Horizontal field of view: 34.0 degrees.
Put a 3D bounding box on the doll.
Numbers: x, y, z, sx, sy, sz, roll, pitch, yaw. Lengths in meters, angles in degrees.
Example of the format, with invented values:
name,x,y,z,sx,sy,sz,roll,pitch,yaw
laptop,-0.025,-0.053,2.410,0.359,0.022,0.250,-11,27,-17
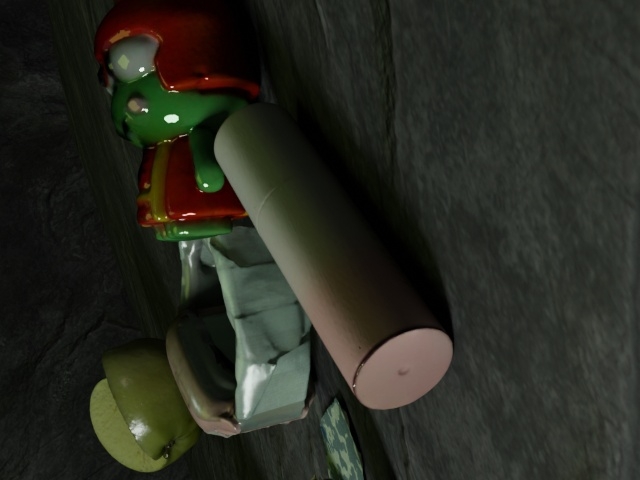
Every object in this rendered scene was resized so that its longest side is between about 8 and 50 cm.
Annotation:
name,x,y,z,sx,sy,sz,roll,pitch,yaw
doll,-0.152,-0.180,1.106,0.182,0.160,0.363,167,88,-74

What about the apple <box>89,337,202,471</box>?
name,x,y,z,sx,sy,sz,roll,pitch,yaw
apple,-0.373,0.361,2.345,0.258,0.233,0.295,50,146,23

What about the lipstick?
name,x,y,z,sx,sy,sz,roll,pitch,yaw
lipstick,0.000,0.000,0.904,0.327,0.087,0.087,-123,21,-44

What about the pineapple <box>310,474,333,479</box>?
name,x,y,z,sx,sy,sz,roll,pitch,yaw
pineapple,0.043,0.334,1.061,0.233,0.135,0.079,65,156,-4

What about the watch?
name,x,y,z,sx,sy,sz,roll,pitch,yaw
watch,-0.092,0.073,1.245,0.253,0.161,0.241,55,144,42

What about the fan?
name,x,y,z,sx,sy,sz,roll,pitch,yaw
fan,0.028,0.271,1.252,0.240,0.009,0.131,91,156,-50

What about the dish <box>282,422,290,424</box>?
name,x,y,z,sx,sy,sz,roll,pitch,yaw
dish,-0.126,0.158,1.528,0.260,0.085,0.260,163,90,-75
